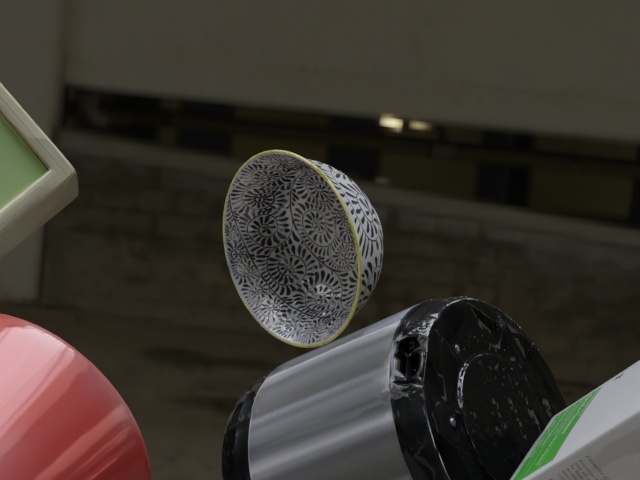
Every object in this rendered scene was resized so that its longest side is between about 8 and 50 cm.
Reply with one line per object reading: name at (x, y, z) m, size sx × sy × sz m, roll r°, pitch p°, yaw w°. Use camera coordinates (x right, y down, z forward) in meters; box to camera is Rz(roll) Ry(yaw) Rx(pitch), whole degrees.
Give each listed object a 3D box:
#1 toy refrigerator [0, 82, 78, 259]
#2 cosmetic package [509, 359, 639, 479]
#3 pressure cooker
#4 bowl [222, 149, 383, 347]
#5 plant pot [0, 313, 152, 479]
toy refrigerator at (-0.282, -0.108, 1.026) m, size 0.102 × 0.269 × 0.094 m, roll -40°, pitch -2°, yaw -11°
cosmetic package at (0.394, 0.221, 1.765) m, size 0.365 × 0.155 × 0.197 m, roll -43°, pitch -1°, yaw 40°
pressure cooker at (0.080, 0.295, 2.047) m, size 0.420 × 0.376 × 0.370 m, roll -26°, pitch -39°, yaw 33°
bowl at (0.000, 0.000, 1.351) m, size 0.080 × 0.170 × 0.170 m, roll -16°, pitch 19°, yaw -42°
plant pot at (-0.325, 0.238, 1.397) m, size 0.275 × 0.275 × 0.243 m, roll 8°, pitch 30°, yaw 26°
